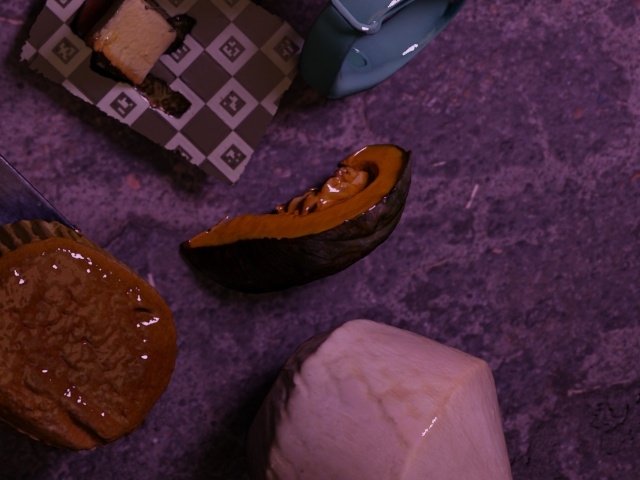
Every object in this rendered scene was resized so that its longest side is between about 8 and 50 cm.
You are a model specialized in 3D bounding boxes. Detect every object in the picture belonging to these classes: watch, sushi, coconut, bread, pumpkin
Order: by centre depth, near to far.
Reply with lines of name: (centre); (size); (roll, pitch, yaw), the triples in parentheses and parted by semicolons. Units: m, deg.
bread: (-0.194, -0.214, 1.699); (0.080, 0.109, 0.084); (39, 91, -12)
watch: (0.070, -0.238, 1.758); (0.068, 0.237, 0.195); (51, 123, 12)
bread: (-0.290, 0.108, 1.767); (0.253, 0.142, 0.227); (44, 81, -21)
sushi: (-0.172, -0.208, 1.781); (0.280, 0.043, 0.192); (28, 98, -15)
pumpkin: (-0.001, 0.005, 1.830); (0.279, 0.163, 0.111); (-27, 110, -6)
coconut: (0.087, 0.249, 1.843); (0.329, 0.329, 0.328); (-5, 107, -15)

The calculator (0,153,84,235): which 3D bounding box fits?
calculator: (-0.344, 0.024, 1.812); (0.161, 0.021, 0.261); (-43, 113, -2)
